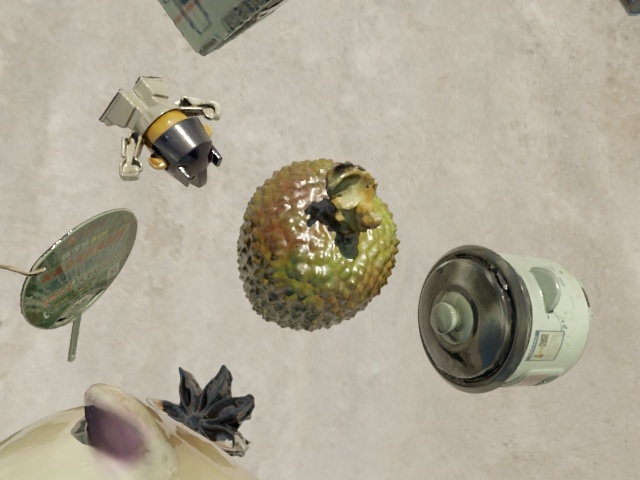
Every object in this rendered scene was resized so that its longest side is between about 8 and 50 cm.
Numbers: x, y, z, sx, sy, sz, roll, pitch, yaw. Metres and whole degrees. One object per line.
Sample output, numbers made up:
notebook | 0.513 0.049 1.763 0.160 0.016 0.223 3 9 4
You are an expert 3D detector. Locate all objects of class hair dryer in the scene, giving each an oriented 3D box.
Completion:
hair dryer | 0.286 -0.252 0.647 0.026 0.083 0.047 -26 58 14

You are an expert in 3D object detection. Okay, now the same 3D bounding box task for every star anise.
star anise | -0.230 0.366 1.335 0.223 0.109 0.236 -1 54 10

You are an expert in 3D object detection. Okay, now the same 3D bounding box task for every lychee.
lychee | -0.007 0.005 1.092 0.320 0.270 0.270 -32 70 25

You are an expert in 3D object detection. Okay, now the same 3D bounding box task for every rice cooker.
rice cooker | 0.327 0.143 1.275 0.317 0.316 0.264 -13 69 5

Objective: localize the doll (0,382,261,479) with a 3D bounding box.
doll | -0.169 0.247 0.364 0.215 0.226 0.370 44 79 -15

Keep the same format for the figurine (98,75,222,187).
figurine | -0.371 -0.255 1.668 0.308 0.143 0.308 -1 79 3

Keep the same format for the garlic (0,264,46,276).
garlic | -0.437 -0.012 0.725 0.257 0.207 0.207 44 85 -6

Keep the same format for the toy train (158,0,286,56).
toy train | 0.044 -0.214 0.318 0.086 0.407 0.088 -46 108 -37

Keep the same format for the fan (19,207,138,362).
fan | -0.353 0.058 1.071 0.012 0.294 0.223 31 67 13
